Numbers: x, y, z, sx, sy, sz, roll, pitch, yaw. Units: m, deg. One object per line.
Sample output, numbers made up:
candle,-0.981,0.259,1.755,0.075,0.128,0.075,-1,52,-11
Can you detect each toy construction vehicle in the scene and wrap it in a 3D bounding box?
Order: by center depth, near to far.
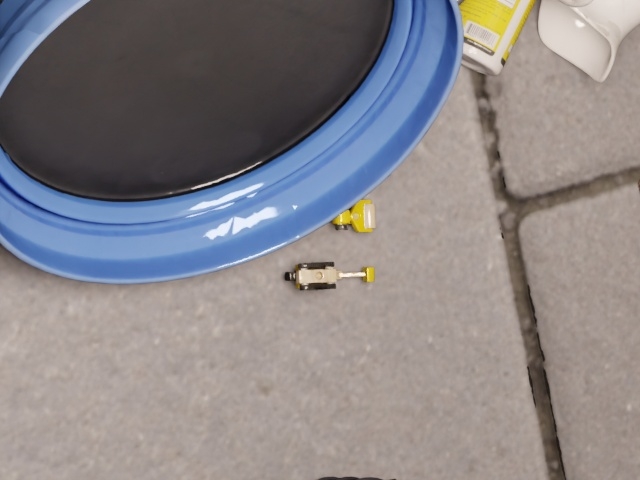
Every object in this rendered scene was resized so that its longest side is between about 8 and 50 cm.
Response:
toy construction vehicle,0.000,0.000,1.681,0.098,0.035,0.086,-4,88,-24

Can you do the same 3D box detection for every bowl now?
bowl,-0.084,-0.118,1.484,0.391,0.077,0.391,-18,147,-12

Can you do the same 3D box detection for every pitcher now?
pitcher,0.274,-0.259,1.682,0.125,0.178,0.207,39,84,19

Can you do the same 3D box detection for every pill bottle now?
pill bottle,0.151,-0.207,1.692,0.065,0.065,0.116,28,87,-23

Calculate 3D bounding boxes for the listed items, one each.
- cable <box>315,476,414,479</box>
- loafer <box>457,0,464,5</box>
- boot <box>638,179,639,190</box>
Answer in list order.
cable,0.030,0.300,1.725,0.151,0.047,0.184,-4,100,-22
loafer,0.144,-0.312,1.662,0.109,0.095,0.302,27,90,11
boot,0.353,-0.017,1.790,0.118,0.087,0.042,38,85,-22
